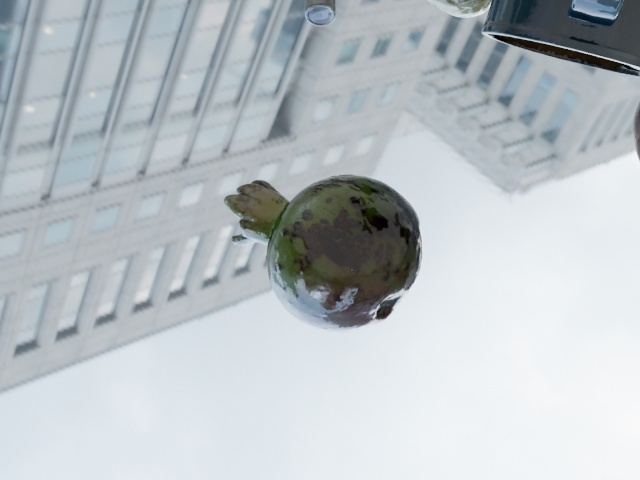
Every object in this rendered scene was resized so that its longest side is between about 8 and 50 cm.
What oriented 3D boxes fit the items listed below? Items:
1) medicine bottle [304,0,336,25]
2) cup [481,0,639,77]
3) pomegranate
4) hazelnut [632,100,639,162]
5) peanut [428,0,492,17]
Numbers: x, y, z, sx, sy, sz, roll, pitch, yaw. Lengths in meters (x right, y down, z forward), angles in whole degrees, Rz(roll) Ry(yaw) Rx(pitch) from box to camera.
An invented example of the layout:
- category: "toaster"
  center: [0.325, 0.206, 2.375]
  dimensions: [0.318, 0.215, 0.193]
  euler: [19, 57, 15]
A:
- category: "medicine bottle"
  center: [0.001, -0.473, 2.161]
  dimensions: [0.058, 0.057, 0.199]
  euler: [12, -128, -16]
- category: "cup"
  center: [0.337, -0.369, 1.462]
  dimensions: [0.242, 0.292, 0.308]
  euler: [21, -172, 37]
- category: "pomegranate"
  center: [0.014, 0.001, 1.753]
  dimensions: [0.242, 0.242, 0.306]
  euler: [-3, -154, -32]
- category: "hazelnut"
  center: [0.569, -0.141, 1.733]
  dimensions: [0.229, 0.229, 0.229]
  euler: [16, -143, -12]
- category: "peanut"
  center: [0.186, -0.448, 1.917]
  dimensions: [0.224, 0.129, 0.129]
  euler: [32, -144, 0]
